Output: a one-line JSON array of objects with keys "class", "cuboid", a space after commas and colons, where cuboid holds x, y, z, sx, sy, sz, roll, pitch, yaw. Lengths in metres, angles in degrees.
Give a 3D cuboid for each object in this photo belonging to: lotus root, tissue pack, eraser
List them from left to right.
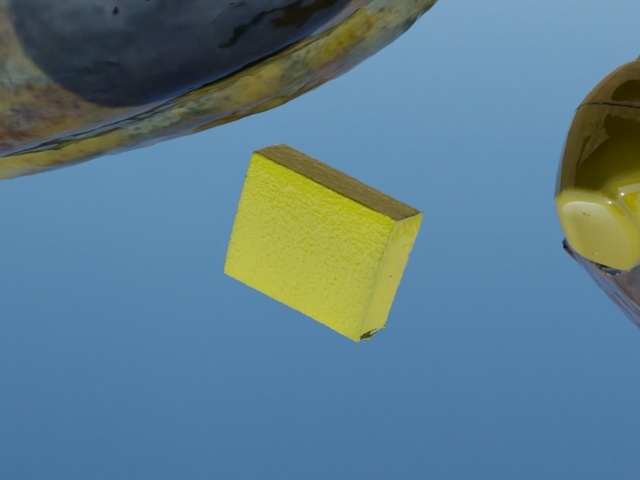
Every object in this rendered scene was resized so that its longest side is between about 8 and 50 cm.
[{"class": "lotus root", "cuboid": [-0.081, -0.170, 0.618, 0.346, 0.250, 0.250, -14, -159, 13]}, {"class": "eraser", "cuboid": [0.000, 0.000, 0.902, 0.122, 0.097, 0.045, 26, -157, 25]}, {"class": "tissue pack", "cuboid": [0.245, -0.042, 0.809, 0.178, 0.123, 0.127, 16, -114, 26]}]

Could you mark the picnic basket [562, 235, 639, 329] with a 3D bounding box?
[{"class": "picnic basket", "cuboid": [0.438, -0.018, 1.309, 0.337, 0.293, 0.337, -43, -178, 2]}]
